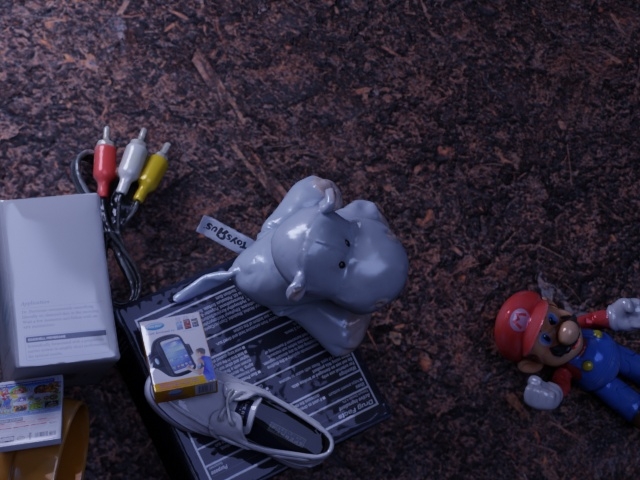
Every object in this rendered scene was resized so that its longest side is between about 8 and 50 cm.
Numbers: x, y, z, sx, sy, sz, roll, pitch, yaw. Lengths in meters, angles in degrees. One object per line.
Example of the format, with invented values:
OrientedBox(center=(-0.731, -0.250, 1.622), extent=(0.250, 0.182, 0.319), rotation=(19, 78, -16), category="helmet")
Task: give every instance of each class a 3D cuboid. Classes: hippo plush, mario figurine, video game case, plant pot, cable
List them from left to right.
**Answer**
OrientedBox(center=(-0.420, 0.297, 1.691), extent=(0.187, 0.205, 0.205), rotation=(9, 72, 1), category="plant pot")
OrientedBox(center=(-0.369, 0.218, 1.628), extent=(0.087, 0.011, 0.122), rotation=(-8, 36, -5), category="video game case")
OrientedBox(center=(-0.301, -0.037, 1.859), extent=(0.139, 0.072, 0.287), rotation=(13, 58, -14), category="cable")
OrientedBox(center=(0.000, 0.000, 1.676), extent=(0.294, 0.236, 0.234), rotation=(21, 70, -11), category="hippo plush")
OrientedBox(center=(0.415, 0.178, 1.988), extent=(0.320, 0.170, 0.198), rotation=(26, 34, -17), category="mario figurine")

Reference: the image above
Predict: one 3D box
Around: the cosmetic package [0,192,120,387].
OrientedBox(center=(-0.366, 0.076, 1.742), extent=(0.138, 0.224, 0.225), rotation=(-4, 76, -19), category="cosmetic package")

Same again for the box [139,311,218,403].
OrientedBox(center=(-0.185, 0.144, 1.660), extent=(0.081, 0.028, 0.136), rotation=(-10, 49, -12), category="box")

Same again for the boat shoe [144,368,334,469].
OrientedBox(center=(-0.100, 0.220, 1.667), extent=(0.258, 0.084, 0.095), rotation=(20, 72, -10), category="boat shoe")

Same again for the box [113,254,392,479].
OrientedBox(center=(-0.109, 0.188, 1.815), extent=(0.296, 0.183, 0.294), rotation=(-23, 82, -20), category="box")
